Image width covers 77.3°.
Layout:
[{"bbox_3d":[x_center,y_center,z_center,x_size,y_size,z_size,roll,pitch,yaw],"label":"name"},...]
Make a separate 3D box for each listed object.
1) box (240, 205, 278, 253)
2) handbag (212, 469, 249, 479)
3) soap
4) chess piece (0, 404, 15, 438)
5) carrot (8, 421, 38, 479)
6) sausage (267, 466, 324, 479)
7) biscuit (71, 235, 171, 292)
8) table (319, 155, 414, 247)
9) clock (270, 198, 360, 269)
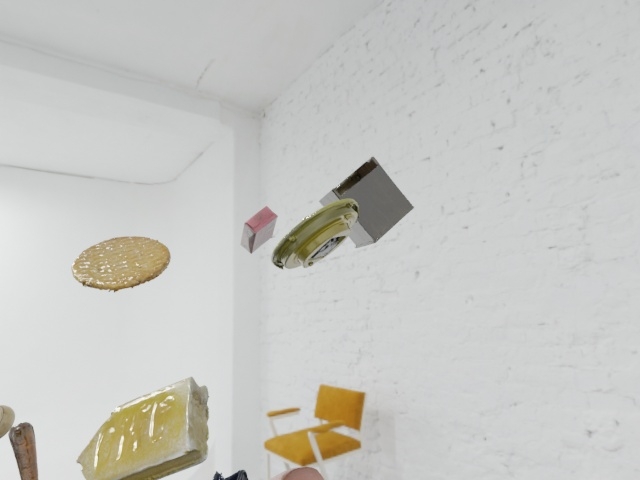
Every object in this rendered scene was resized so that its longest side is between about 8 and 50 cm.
[{"bbox_3d":[-0.209,-0.033,1.353,0.111,0.060,0.156,-43,-13,-34],"label":"box"},{"bbox_3d":[-0.303,1.013,1.366,0.122,0.302,0.329,-12,15,5],"label":"handbag"},{"bbox_3d":[-0.357,0.402,0.813,0.258,0.160,0.080,-24,-49,5],"label":"soap"},{"bbox_3d":[-0.795,0.446,0.979,0.084,0.083,0.038,-6,-36,14],"label":"chess piece"},{"bbox_3d":[-0.784,0.566,1.064,0.055,0.161,0.055,-22,-14,-6],"label":"carrot"},{"bbox_3d":[-0.091,0.562,0.846,0.114,0.113,0.259,6,-44,-36],"label":"sausage"},{"bbox_3d":[-0.555,0.061,1.131,0.254,0.035,0.253,4,32,-2],"label":"biscuit"},{"bbox_3d":[0.130,-0.108,1.204,0.169,0.193,0.172,-42,5,-15],"label":"table"},{"bbox_3d":[0.000,0.000,0.888,0.237,0.057,0.237,-34,-15,-11],"label":"clock"}]
